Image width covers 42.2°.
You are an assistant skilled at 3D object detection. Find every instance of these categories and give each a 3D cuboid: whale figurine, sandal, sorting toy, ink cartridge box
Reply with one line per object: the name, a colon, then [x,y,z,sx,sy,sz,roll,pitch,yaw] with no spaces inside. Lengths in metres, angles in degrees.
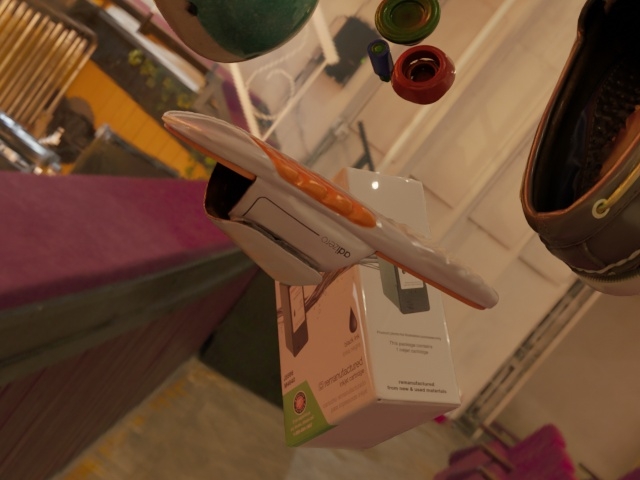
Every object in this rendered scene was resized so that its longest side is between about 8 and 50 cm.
whale figurine: [-0.053,-0.284,0.747,0.216,0.141,0.272,58,37,-34]
sandal: [0.003,0.003,0.554,0.265,0.076,0.102,30,7,-18]
sorting toy: [0.069,-0.142,0.640,0.042,0.061,0.102,60,20,-62]
ink cartridge box: [0.041,0.083,0.955,0.115,0.198,0.272,9,59,-28]

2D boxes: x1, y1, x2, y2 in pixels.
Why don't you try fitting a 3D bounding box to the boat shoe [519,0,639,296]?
boat shoe: [0.207,-0.121,0.496,0.091,0.305,0.109,29,-11,-37]
